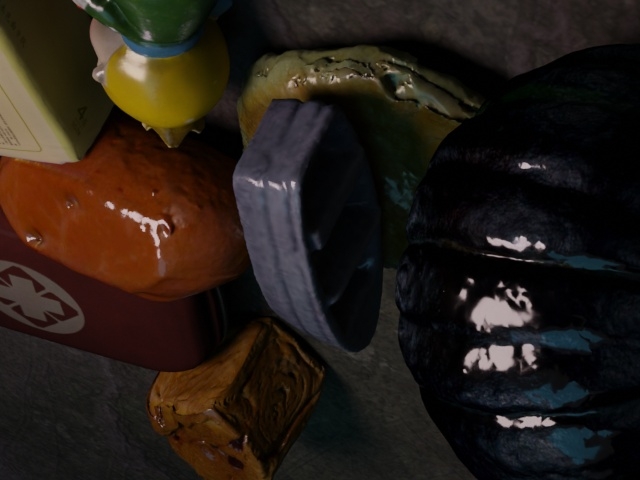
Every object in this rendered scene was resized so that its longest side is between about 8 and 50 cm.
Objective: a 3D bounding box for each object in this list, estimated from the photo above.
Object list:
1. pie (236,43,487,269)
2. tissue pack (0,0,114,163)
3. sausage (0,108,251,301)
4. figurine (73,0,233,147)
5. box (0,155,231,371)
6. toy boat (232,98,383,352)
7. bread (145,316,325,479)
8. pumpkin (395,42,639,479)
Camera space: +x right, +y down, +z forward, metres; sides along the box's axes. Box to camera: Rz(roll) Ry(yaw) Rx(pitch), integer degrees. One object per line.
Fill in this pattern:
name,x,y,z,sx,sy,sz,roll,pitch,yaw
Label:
pie,0.061,-0.069,1.436,0.306,0.071,0.306,16,147,11
tissue pack,-0.295,-0.187,1.435,0.159,0.125,0.234,8,147,26
sausage,-0.176,-0.036,1.533,0.268,0.141,0.153,21,123,27
figurine,-0.159,-0.187,1.360,0.185,0.127,0.234,24,160,7
box,-0.287,0.019,1.769,0.404,0.108,0.263,15,148,15
toy boat,0.000,0.000,1.394,0.078,0.127,0.283,12,147,20
bread,-0.095,0.176,1.846,0.143,0.158,0.149,-5,141,46
pumpkin,0.224,0.039,1.217,0.266,0.363,0.363,10,149,45
